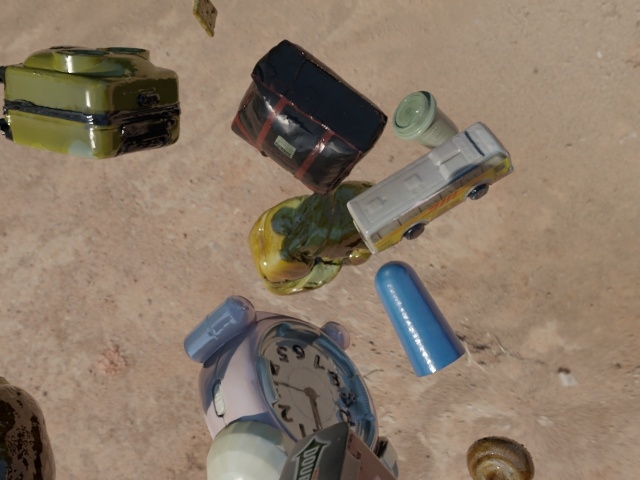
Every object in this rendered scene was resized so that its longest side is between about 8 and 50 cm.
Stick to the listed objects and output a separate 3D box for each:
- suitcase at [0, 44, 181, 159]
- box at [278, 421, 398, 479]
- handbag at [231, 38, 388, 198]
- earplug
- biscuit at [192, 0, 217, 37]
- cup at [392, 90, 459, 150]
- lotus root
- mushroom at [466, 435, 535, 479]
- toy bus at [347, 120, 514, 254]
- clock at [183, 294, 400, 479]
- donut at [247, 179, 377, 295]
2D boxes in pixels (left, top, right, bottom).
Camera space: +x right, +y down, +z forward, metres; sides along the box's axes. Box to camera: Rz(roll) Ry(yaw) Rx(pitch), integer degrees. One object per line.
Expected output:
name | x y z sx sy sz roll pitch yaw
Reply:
suitcase | -0.335 -0.208 0.933 0.235 0.194 0.143 13 111 23
box | 0.057 0.260 0.494 0.069 0.120 0.224 -32 110 25
handbag | -0.024 -0.180 0.998 0.215 0.169 0.155 37 63 0
earplug | 0.222 0.173 1.522 0.132 0.132 0.273 -29 86 9
biscuit | -0.259 -0.514 1.441 0.018 0.083 0.081 -6 62 20
cup | 0.245 -0.263 1.452 0.120 0.141 0.120 -32 46 40
lotus root | -0.403 0.282 0.791 0.141 0.169 0.314 -1 37 -20
mushroom | 0.315 0.395 1.121 0.126 0.085 0.109 -31 72 41
toy bus | 0.173 -0.085 1.017 0.268 0.106 0.092 -31 62 4
clock | -0.045 0.274 1.007 0.184 0.342 0.325 -50 45 27
donut | 0.000 0.000 1.451 0.360 0.360 0.170 -24 75 11
